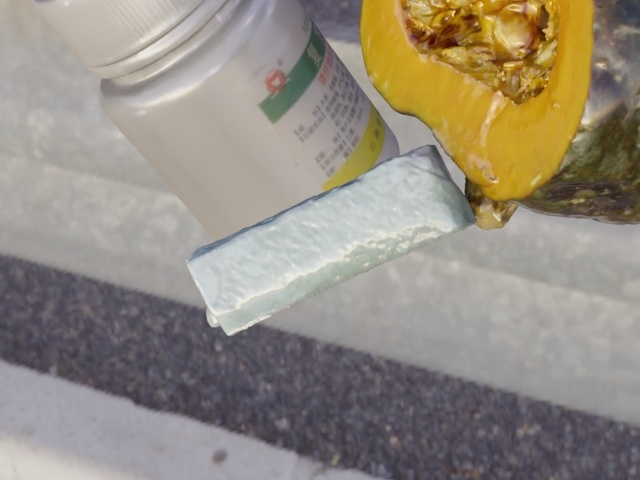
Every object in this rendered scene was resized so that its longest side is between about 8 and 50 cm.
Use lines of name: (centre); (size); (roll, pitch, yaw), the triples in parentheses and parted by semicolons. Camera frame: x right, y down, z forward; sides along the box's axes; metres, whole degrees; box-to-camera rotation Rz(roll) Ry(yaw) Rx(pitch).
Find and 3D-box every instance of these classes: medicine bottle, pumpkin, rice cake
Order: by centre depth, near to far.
pumpkin: (0.143, -0.116, 0.903); (0.139, 0.221, 0.317); (-3, 26, -27)
rice cake: (0.001, 0.000, 0.916); (0.207, 0.069, 0.063); (-22, 7, 8)
medicine bottle: (-0.094, -0.152, 1.253); (0.208, 0.339, 0.208); (-27, 31, 18)
